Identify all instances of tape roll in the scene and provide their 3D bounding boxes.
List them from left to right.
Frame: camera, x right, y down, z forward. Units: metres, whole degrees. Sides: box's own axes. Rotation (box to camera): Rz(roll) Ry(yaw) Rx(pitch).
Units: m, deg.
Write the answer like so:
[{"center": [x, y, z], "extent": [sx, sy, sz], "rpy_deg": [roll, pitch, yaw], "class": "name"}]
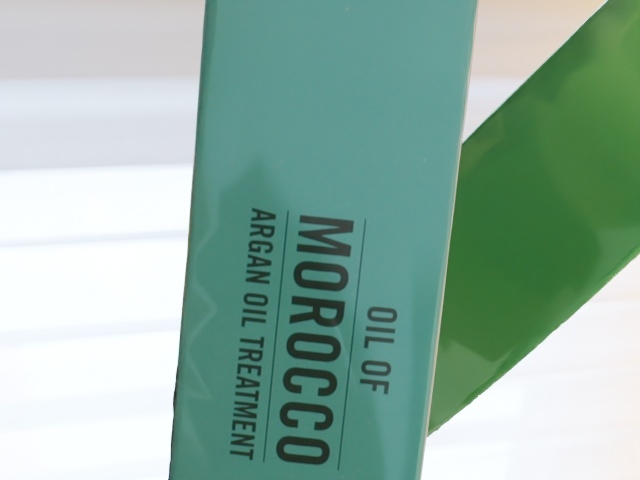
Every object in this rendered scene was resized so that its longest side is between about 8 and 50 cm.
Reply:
[{"center": [0.116, -0.039, 0.744], "extent": [0.077, 0.321, 0.321], "rpy_deg": [45, -30, 2], "class": "tape roll"}]

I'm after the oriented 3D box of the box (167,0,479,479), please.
[{"center": [0.000, 0.000, 0.415], "extent": [0.100, 0.060, 0.244], "rpy_deg": [-78, 174, -76], "class": "box"}]
